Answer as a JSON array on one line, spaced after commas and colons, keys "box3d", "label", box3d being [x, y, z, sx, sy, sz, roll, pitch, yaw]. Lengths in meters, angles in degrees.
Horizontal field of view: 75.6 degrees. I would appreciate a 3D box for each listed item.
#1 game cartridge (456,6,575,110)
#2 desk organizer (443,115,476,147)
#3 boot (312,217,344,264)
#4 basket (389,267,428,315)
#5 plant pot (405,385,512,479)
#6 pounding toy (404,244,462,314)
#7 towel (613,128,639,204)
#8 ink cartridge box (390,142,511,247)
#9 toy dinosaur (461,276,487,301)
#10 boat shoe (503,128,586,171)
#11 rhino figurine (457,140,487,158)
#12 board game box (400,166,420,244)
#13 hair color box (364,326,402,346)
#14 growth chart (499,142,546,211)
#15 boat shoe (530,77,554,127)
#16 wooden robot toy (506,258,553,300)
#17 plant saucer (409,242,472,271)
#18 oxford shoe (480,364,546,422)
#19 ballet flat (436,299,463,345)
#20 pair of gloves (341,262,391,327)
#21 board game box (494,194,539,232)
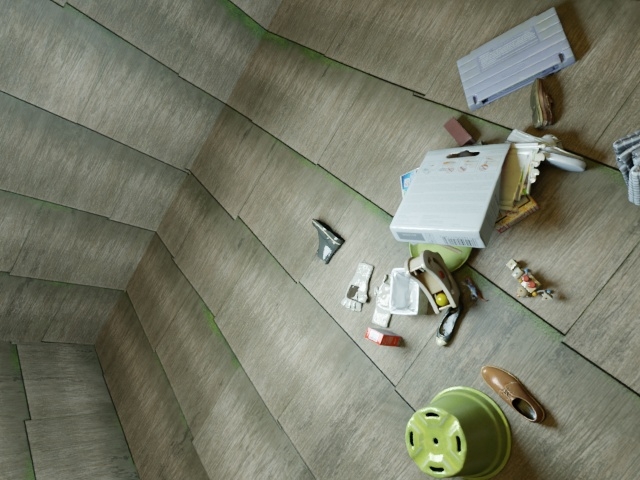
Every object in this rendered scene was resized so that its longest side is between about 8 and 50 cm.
[{"box3d": [0.687, -0.647, 1.487, 0.355, 0.068, 0.230, -20, 61, 34], "label": "game cartridge"}, {"box3d": [0.522, -0.404, 1.556, 0.050, 0.047, 0.130, -43, 54, 25], "label": "desk organizer"}, {"box3d": [0.000, 0.000, 1.851, 0.198, 0.077, 0.137, 45, 111, 40], "label": "boot"}, {"box3d": [0.326, 0.189, 1.499, 0.113, 0.103, 0.167, -4, 75, 39], "label": "basket"}, {"box3d": [0.389, 0.583, 1.226, 0.276, 0.254, 0.276, -12, 70, 36], "label": "plant pot"}, {"box3d": [0.390, 0.096, 1.372, 0.155, 0.154, 0.270, -32, 82, 36], "label": "pounding toy"}, {"box3d": [0.918, -0.231, 1.052, 0.283, 0.235, 0.121, -31, 55, 28], "label": "towel"}, {"box3d": [0.445, -0.157, 1.387, 0.308, 0.091, 0.385, 4, 53, 42], "label": "ink cartridge box"}, {"box3d": [0.516, 0.166, 1.406, 0.090, 0.047, 0.082, 11, 61, 0], "label": "toy dinosaur"}, {"box3d": [0.726, -0.297, 1.329, 0.267, 0.096, 0.088, 38, 106, 49], "label": "boat shoe"}, {"box3d": [0.529, -0.251, 1.452, 0.106, 0.073, 0.243, -17, 48, 40], "label": "rhino figurine"}, {"box3d": [0.404, -0.151, 1.534, 0.193, 0.053, 0.305, -23, 52, 33], "label": "board game box"}, {"box3d": [0.230, 0.352, 1.503, 0.072, 0.141, 0.043, 19, 89, 42], "label": "hair color box"}, {"box3d": [0.618, -0.207, 1.337, 0.172, 0.021, 0.237, 29, 102, 51], "label": "growth chart"}, {"box3d": [0.746, -0.462, 1.386, 0.060, 0.064, 0.178, 0, 76, 8], "label": "boat shoe"}, {"box3d": [0.633, 0.141, 1.286, 0.079, 0.076, 0.173, -56, 49, 26], "label": "wooden robot toy"}, {"box3d": [0.441, 0.009, 1.503, 0.241, 0.037, 0.241, -14, 67, 36], "label": "plant saucer"}, {"box3d": [0.569, 0.453, 1.237, 0.212, 0.076, 0.076, 40, 105, 41], "label": "oxford shoe"}, {"box3d": [0.436, 0.280, 1.415, 0.057, 0.049, 0.173, 23, 92, 40], "label": "ballet flat"}, {"box3d": [0.203, 0.210, 1.636, 0.240, 0.042, 0.204, 25, 93, 41], "label": "pair of gloves"}, {"box3d": [0.616, -0.145, 1.399, 0.146, 0.045, 0.193, -38, 55, 25], "label": "board game box"}]
